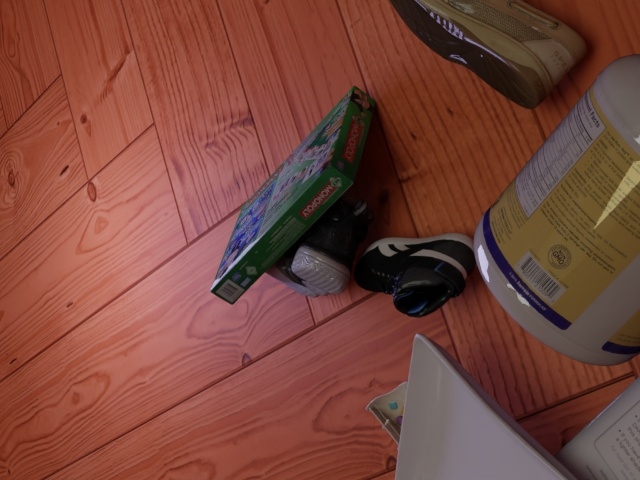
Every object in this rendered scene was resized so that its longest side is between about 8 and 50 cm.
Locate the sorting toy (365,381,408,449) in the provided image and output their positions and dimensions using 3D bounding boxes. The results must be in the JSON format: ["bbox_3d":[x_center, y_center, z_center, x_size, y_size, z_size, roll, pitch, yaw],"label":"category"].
[{"bbox_3d":[0.120,0.246,1.564,0.083,0.044,0.075,49,116,34],"label":"sorting toy"}]

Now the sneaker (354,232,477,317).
[{"bbox_3d":[0.108,0.056,1.504,0.216,0.121,0.079,-16,118,44],"label":"sneaker"}]

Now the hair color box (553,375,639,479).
[{"bbox_3d":[0.447,0.196,1.176,0.374,0.113,0.185,-54,55,32],"label":"hair color box"}]

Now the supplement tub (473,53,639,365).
[{"bbox_3d":[0.349,-0.050,1.183,0.331,0.241,0.241,-54,55,31],"label":"supplement tub"}]

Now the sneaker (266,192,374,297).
[{"bbox_3d":[0.000,0.000,1.646,0.153,0.101,0.268,-61,17,-12],"label":"sneaker"}]

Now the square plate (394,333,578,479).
[{"bbox_3d":[0.216,0.339,1.381,0.347,0.049,0.344,45,143,43],"label":"square plate"}]

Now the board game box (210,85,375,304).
[{"bbox_3d":[-0.043,-0.067,1.634,0.317,0.046,0.214,-44,18,37],"label":"board game box"}]

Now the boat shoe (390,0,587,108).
[{"bbox_3d":[0.204,-0.300,1.438,0.110,0.122,0.341,-42,57,-6],"label":"boat shoe"}]
